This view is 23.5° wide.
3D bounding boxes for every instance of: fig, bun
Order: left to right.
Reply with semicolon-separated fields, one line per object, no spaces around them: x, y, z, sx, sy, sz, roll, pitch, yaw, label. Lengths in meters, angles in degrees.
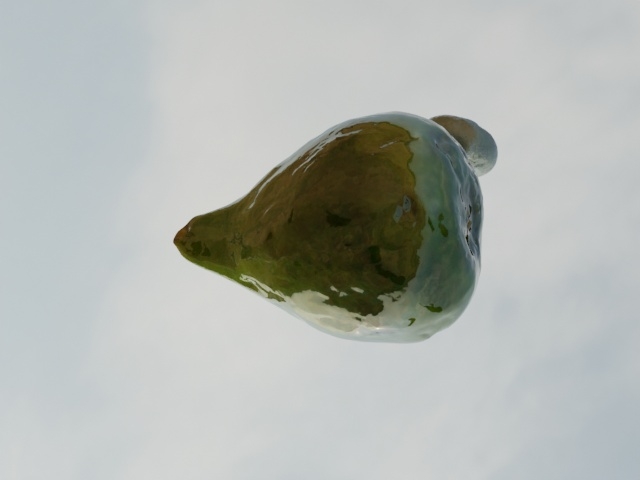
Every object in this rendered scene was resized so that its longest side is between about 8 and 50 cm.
0.000;0.000;1.324;0.275;0.206;0.206;-9;-122;19;fig
0.134;-0.089;1.509;0.083;0.083;0.045;1;-122;55;bun
